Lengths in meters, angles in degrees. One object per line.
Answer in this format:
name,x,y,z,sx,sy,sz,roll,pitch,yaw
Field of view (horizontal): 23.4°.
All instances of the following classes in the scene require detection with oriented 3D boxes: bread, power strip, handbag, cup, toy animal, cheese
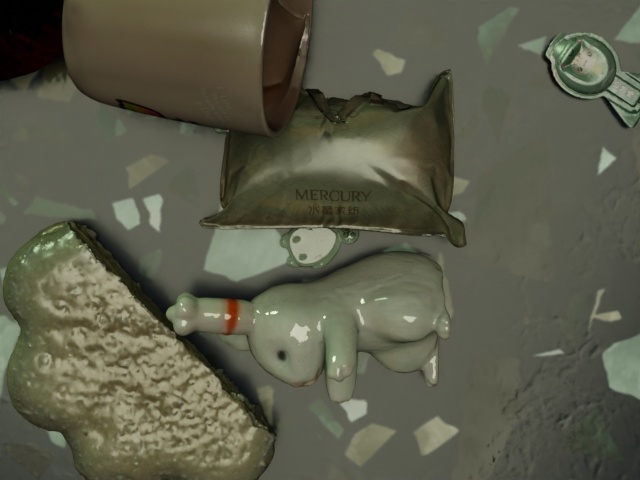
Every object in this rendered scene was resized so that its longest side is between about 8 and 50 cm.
bread,-0.205,0.145,1.580,0.183,0.102,0.337,-42,94,6
power strip,0.000,0.000,1.605,0.083,0.035,0.055,-20,92,3
handbag,0.017,-0.089,1.564,0.270,0.117,0.183,3,81,6
cup,-0.118,-0.209,1.490,0.200,0.253,0.192,9,99,11
toy animal,-0.003,0.098,1.555,0.282,0.140,0.138,-15,68,-6
cheese,0.289,-0.172,1.601,0.120,0.026,0.067,32,92,-2

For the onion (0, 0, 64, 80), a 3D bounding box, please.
onion,-0.338,-0.267,1.477,0.273,0.285,0.273,-4,120,-8
